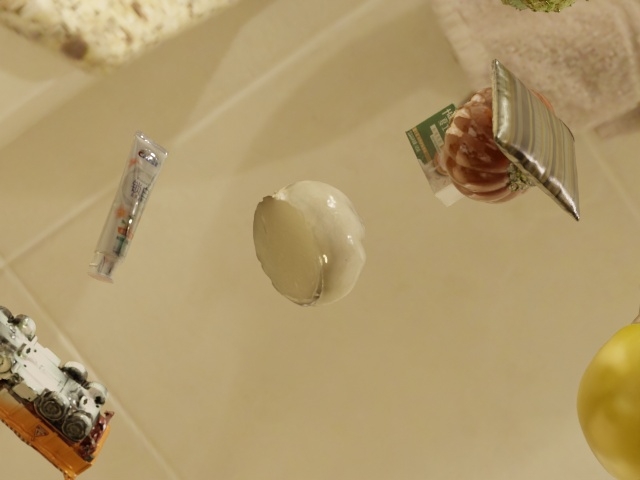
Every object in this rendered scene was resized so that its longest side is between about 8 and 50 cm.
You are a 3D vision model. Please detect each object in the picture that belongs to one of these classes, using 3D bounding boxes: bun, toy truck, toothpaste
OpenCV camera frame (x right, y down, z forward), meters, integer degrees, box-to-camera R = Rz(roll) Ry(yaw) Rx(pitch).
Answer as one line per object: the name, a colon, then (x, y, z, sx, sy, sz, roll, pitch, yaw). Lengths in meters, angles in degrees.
bun: (0.000, 0.000, 1.304, 0.120, 0.173, 0.172, -19, 77, -32)
toy truck: (-0.431, 0.230, 1.462, 0.270, 0.135, 0.114, 47, 24, -16)
toothpaste: (-0.406, -0.069, 2.042, 0.100, 0.066, 0.323, 34, 66, -44)

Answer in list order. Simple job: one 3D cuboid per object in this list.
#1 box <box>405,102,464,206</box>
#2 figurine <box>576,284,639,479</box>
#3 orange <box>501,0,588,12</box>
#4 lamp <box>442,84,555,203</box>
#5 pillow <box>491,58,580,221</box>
box: (0.294, -0.196, 2.209, 0.081, 0.135, 0.199, 34, 29, -54)
figurine: (0.444, 0.154, 1.165, 0.344, 0.187, 0.215, -36, 125, -38)
orange: (0.381, -0.544, 1.687, 0.223, 0.300, 0.301, -11, 95, -44)
lamp: (0.315, -0.171, 1.703, 0.196, 0.223, 0.223, 40, 9, 37)
pillow: (0.336, -0.159, 1.523, 0.212, 0.052, 0.208, 39, 39, -26)
